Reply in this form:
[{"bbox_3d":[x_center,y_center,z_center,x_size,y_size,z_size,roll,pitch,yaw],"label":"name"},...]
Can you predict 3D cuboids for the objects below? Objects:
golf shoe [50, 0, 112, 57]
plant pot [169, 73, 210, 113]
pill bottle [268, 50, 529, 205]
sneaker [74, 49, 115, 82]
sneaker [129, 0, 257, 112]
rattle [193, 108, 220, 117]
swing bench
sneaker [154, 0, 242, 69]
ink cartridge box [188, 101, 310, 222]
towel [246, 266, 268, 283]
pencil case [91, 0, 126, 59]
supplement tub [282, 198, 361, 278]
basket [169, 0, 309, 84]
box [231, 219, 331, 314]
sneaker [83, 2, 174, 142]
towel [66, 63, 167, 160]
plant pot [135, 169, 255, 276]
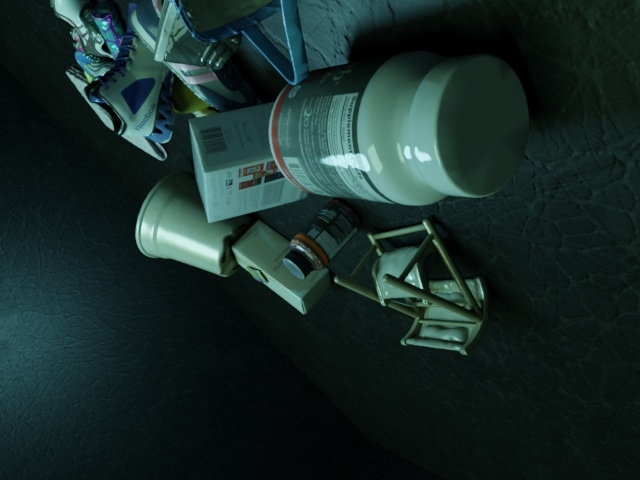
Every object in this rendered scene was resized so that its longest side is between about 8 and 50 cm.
[{"bbox_3d":[-0.626,-0.599,1.526,0.120,0.105,0.273,25,164,5],"label":"golf shoe"},{"bbox_3d":[-0.332,-0.368,1.401,0.134,0.095,0.134,37,160,16],"label":"plant pot"},{"bbox_3d":[0.097,-0.159,0.825,0.363,0.210,0.210,13,145,54],"label":"pill bottle"},{"bbox_3d":[-0.708,-0.550,1.765,0.240,0.091,0.126,14,145,56],"label":"sneaker"},{"bbox_3d":[-0.238,-0.389,1.174,0.319,0.112,0.131,39,134,-21],"label":"sneaker"},{"bbox_3d":[-0.313,-0.281,1.489,0.200,0.142,0.130,37,179,2],"label":"rattle"},{"bbox_3d":[0.209,0.105,1.235,0.255,0.165,0.253,43,161,-14],"label":"swing bench"},{"bbox_3d":[-0.199,-0.433,1.028,0.147,0.104,0.295,9,143,-24],"label":"sneaker"},{"bbox_3d":[-0.148,-0.178,1.314,0.309,0.272,0.129,118,135,-70],"label":"ink cartridge box"},{"bbox_3d":[-0.206,0.111,1.843,0.083,0.009,0.060,12,142,53],"label":"towel"},{"bbox_3d":[-0.543,-0.546,1.489,0.070,0.065,0.151,52,166,26],"label":"pencil case"},{"bbox_3d":[0.000,0.000,1.359,0.106,0.198,0.106,39,161,16],"label":"supplement tub"},{"bbox_3d":[-0.117,-0.381,0.793,0.289,0.201,0.254,45,162,26],"label":"basket"},{"bbox_3d":[-0.126,0.085,1.864,0.311,0.148,0.121,34,158,22],"label":"box"},{"bbox_3d":[-0.435,-0.374,1.285,0.128,0.182,0.315,20,114,45],"label":"sneaker"},{"bbox_3d":[-0.720,-0.450,2.021,0.332,0.053,0.317,33,162,26],"label":"towel"},{"bbox_3d":[-0.405,-0.032,1.961,0.306,0.333,0.333,25,156,18],"label":"plant pot"}]
